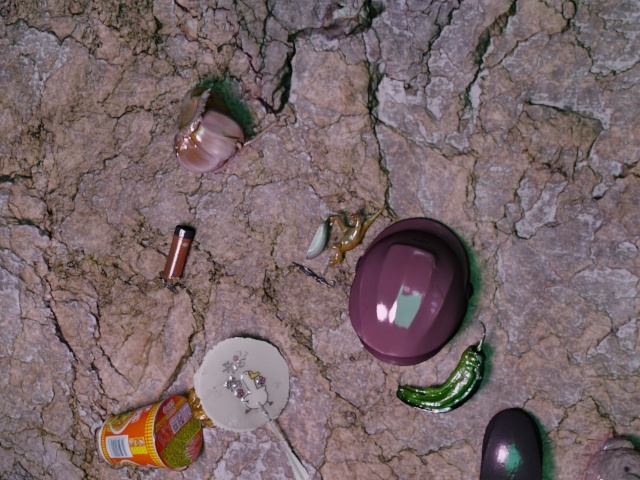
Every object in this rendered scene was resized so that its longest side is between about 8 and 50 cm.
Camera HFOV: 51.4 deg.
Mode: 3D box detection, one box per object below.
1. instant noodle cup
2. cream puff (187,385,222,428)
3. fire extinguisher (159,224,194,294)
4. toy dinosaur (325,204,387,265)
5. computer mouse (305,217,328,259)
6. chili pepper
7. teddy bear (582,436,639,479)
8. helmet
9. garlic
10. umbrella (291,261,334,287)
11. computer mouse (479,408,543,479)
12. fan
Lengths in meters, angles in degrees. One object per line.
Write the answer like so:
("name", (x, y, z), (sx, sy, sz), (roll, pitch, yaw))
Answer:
("instant noodle cup", (-0.442, 0.501, 1.696), (0.212, 0.193, 0.193), (-14, 90, 25))
("cream puff", (-0.283, 0.412, 1.668), (0.094, 0.116, 0.122), (-20, 73, 4))
("fire extinguisher", (-0.365, 0.051, 1.699), (0.062, 0.050, 0.177), (13, 101, -24))
("toy dinosaur", (0.088, -0.010, 1.576), (0.162, 0.039, 0.126), (-12, 114, -5))
("computer mouse", (0.000, 0.000, 1.586), (0.032, 0.056, 0.110), (26, 99, 5))
("chili pepper", (0.303, 0.308, 1.517), (0.122, 0.065, 0.279), (47, 108, 4))
("teddy bear", (0.688, 0.532, 1.382), (0.267, 0.151, 0.236), (27, 80, 10))
("helmet", (0.188, 0.120, 1.471), (0.271, 0.197, 0.338), (18, 100, 17))
("garlic", (-0.235, -0.277, 1.564), (0.256, 0.207, 0.207), (-13, 90, 9))
("umbrella", (-0.021, 0.085, 1.619), (0.122, 0.013, 0.022), (26, 89, 14))
("computer mouse", (0.426, 0.517, 1.488), (0.137, 0.086, 0.270), (3, 96, 16))
("fan", (-0.139, 0.423, 1.637), (0.233, 0.012, 0.415), (-35, 97, -12))
